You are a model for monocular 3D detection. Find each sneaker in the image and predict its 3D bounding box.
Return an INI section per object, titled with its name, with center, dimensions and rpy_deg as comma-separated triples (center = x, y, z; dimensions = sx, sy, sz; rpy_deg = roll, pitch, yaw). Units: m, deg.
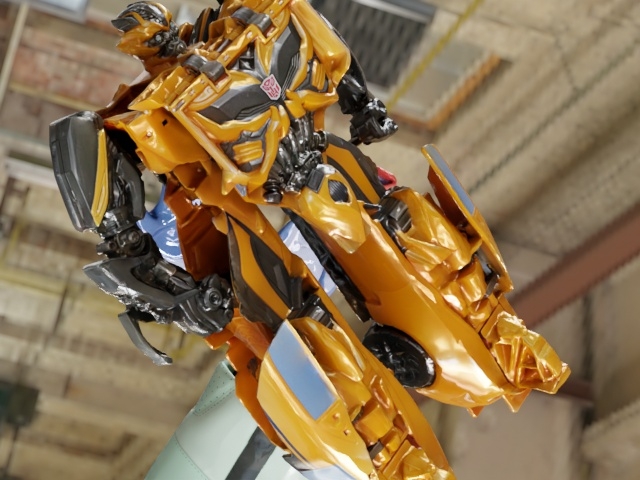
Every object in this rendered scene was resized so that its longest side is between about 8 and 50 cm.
[sneaker]
center = 0.033, 0.156, 0.906
dimensions = 0.151, 0.256, 0.094
rpy_deg = -64, -168, 12

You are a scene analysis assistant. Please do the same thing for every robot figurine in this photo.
[robot figurine]
center = 0.000, 0.000, 0.821
dimensions = 0.085, 0.291, 0.211
rpy_deg = -14, -151, 46

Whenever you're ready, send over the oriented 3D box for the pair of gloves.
[pair of gloves]
center = -0.047, -0.010, 1.170
dimensions = 0.159, 0.198, 0.023
rpy_deg = 116, -25, -49
